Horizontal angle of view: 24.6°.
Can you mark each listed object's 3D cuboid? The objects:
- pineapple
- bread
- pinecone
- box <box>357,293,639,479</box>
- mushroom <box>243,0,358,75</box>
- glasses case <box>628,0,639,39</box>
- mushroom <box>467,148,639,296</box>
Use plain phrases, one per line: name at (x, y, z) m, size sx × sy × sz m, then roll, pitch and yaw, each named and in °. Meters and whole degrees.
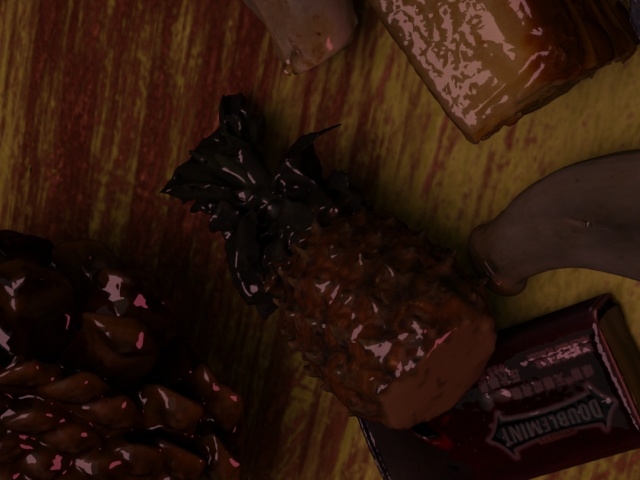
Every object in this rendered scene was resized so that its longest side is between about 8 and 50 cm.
pineapple at (0.000, 0.000, 1.140) m, size 0.310 × 0.141 × 0.170 m, roll 44°, pitch 124°, yaw 29°
bread at (0.096, -0.215, 1.024) m, size 0.114 × 0.185 × 0.275 m, roll -35°, pitch 86°, yaw 34°
pinecone at (-0.244, 0.145, 1.231) m, size 0.384 × 0.384 × 0.384 m, roll 7°, pitch 107°, yaw 25°
box at (0.146, 0.132, 1.161) m, size 0.224 × 0.069 × 0.120 m, roll -21°, pitch 94°, yaw 28°
mushroom at (-0.100, -0.273, 1.136) m, size 0.351 × 0.095 × 0.123 m, roll 48°, pitch 139°, yaw 10°
glasses case at (0.280, -0.255, 0.985) m, size 0.109 × 0.067 × 0.282 m, roll 11°, pitch 107°, yaw 13°
mushroom at (0.227, -0.011, 1.067) m, size 0.270 × 0.103 × 0.118 m, roll 3°, pitch 115°, yaw 33°
